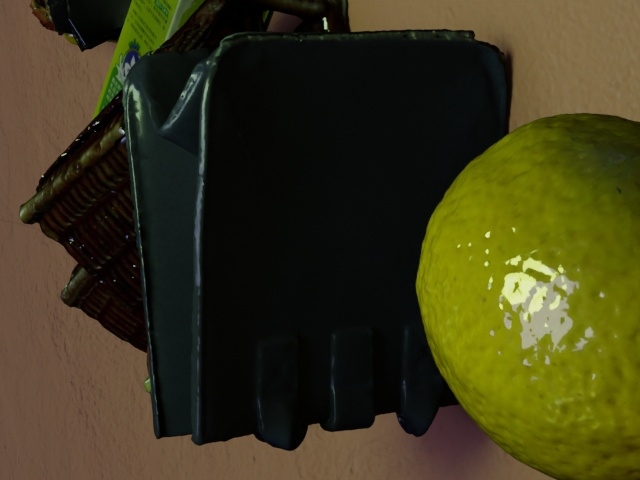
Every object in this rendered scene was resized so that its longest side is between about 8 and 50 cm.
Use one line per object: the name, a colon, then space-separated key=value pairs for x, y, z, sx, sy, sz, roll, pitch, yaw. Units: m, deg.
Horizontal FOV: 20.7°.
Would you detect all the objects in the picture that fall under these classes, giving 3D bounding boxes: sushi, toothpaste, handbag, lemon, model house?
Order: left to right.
sushi: x=-0.238 y=-0.282 z=1.795 sx=0.172 sy=0.153 sz=0.150 roll=58 pitch=158 yaw=1
toothpaste: x=-0.155 y=-0.127 z=1.725 sx=0.077 sy=0.110 sz=0.327 roll=52 pitch=131 yaw=39
model house: x=-0.137 y=-0.054 z=1.568 sx=0.317 sy=0.283 sz=0.297 roll=-37 pitch=65 yaw=47
handbag: x=0.000 y=0.000 z=1.379 sx=0.122 sy=0.303 sz=0.329 roll=7 pitch=100 yaw=52
lemon: x=0.193 y=0.042 z=1.187 sx=0.267 sy=0.267 sz=0.267 roll=7 pitch=99 yaw=52
